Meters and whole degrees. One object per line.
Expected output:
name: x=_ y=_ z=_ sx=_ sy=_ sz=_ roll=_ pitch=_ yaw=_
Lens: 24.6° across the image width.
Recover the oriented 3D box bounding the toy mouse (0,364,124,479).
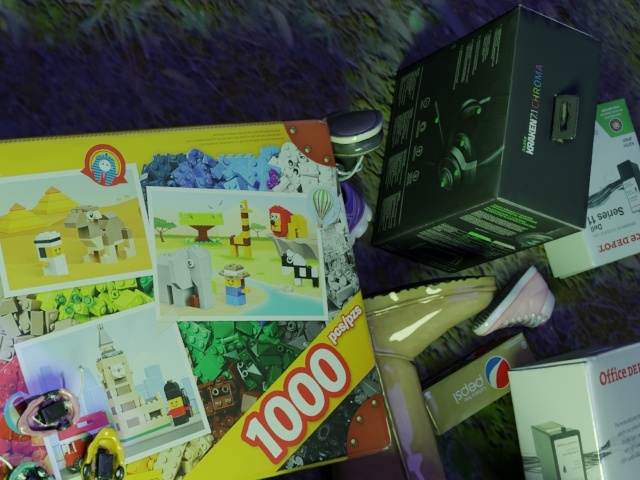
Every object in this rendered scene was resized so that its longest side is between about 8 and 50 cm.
toy mouse: x=-0.249 y=0.193 z=1.332 sx=0.143 sy=0.031 sz=0.161 roll=3 pitch=78 yaw=-31

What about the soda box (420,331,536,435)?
soda box: x=0.181 y=0.178 z=1.807 sx=0.181 sy=0.061 sz=0.058 roll=-27 pitch=93 yaw=-33

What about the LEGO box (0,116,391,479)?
LEGO box: x=-0.212 y=0.085 z=1.514 sx=0.500 sy=0.193 sz=0.372 roll=-7 pitch=82 yaw=-32

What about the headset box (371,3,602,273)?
headset box: x=0.202 y=-0.116 z=1.763 sx=0.131 sy=0.283 sz=0.246 roll=18 pitch=68 yaw=-26

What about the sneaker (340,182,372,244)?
sneaker: x=0.000 y=0.000 z=1.732 sx=0.071 sy=0.068 sz=0.170 roll=55 pitch=45 yaw=-38

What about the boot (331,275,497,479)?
boot: x=0.113 y=0.186 z=1.697 sx=0.236 sy=0.089 sz=0.269 roll=-13 pitch=92 yaw=3

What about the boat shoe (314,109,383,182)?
boat shoe: x=0.029 y=-0.107 z=1.692 sx=0.084 sy=0.233 sz=0.079 roll=-20 pitch=98 yaw=-12

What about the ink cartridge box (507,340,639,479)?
ink cartridge box: x=0.342 y=0.270 z=1.801 sx=0.198 sy=0.115 sz=0.273 roll=-6 pitch=86 yaw=-55

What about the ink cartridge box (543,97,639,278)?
ink cartridge box: x=0.360 y=-0.069 z=1.962 sx=0.153 sy=0.087 sz=0.208 roll=-17 pitch=88 yaw=-33

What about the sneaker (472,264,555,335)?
sneaker: x=0.254 y=0.094 z=1.878 sx=0.070 sy=0.051 sz=0.134 roll=51 pitch=54 yaw=-4
